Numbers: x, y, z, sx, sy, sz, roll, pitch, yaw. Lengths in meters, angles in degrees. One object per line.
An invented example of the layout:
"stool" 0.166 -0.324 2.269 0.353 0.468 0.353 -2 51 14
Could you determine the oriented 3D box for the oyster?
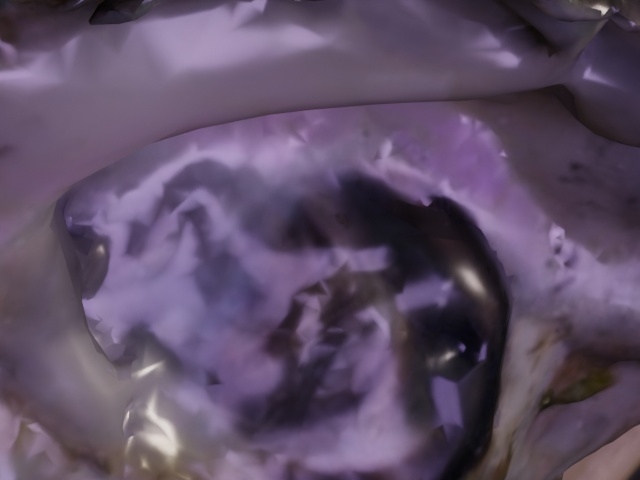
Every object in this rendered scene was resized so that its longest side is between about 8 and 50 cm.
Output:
"oyster" 0.000 -0.001 0.538 0.351 0.115 0.238 7 122 -19
